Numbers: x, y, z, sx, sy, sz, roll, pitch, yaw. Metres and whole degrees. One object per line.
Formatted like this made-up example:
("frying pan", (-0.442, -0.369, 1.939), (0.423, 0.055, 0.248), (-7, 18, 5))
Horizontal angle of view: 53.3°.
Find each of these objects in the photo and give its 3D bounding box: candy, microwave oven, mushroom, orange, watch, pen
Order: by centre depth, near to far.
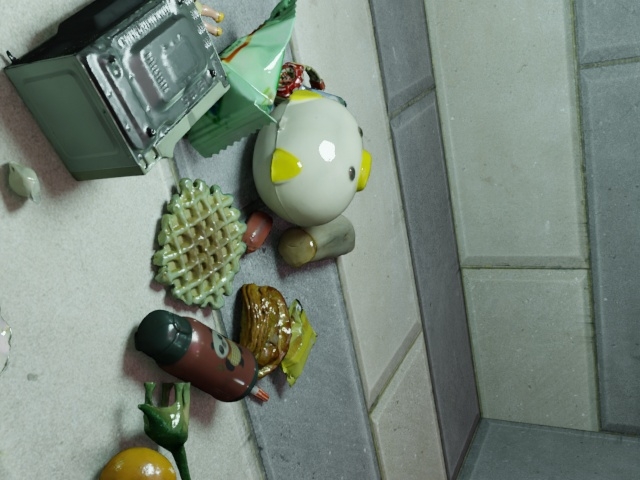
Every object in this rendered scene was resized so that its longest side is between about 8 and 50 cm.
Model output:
("microwave oven", (-0.370, -0.323, 1.262), (0.355, 0.218, 0.287), (-60, 140, -43))
("orange", (-0.373, 0.492, 1.307), (0.156, 0.156, 0.124), (47, 29, -50))
("candy", (-0.179, -0.416, 1.565), (0.172, 0.262, 0.398), (44, 51, -36))
("pen", (-0.206, 0.388, 1.734), (0.239, 0.028, 0.028), (51, 46, -48))
("watch", (-0.046, -0.439, 1.963), (0.268, 0.102, 0.165), (19, 94, -57))
("mushroom", (0.002, -0.009, 2.020), (0.407, 0.137, 0.154), (-14, 115, -67))

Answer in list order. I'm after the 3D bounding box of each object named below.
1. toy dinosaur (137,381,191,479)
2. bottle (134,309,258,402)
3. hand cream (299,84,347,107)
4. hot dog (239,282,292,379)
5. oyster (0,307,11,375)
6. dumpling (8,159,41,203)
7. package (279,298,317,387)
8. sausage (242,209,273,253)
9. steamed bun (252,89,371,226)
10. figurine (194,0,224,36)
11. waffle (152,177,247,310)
("toy dinosaur", (-0.333, 0.459, 1.381), (0.447, 0.087, 0.301), (61, 30, -77))
("bottle", (-0.288, 0.266, 1.478), (0.336, 0.143, 0.144), (44, 52, -50))
("hand cream", (0.003, -0.458, 2.119), (0.256, 0.055, 0.088), (-6, 101, -54))
("hot dog", (-0.154, 0.246, 1.726), (0.175, 0.114, 0.259), (27, 61, -61))
("oyster", (-0.584, 0.187, 1.006), (0.223, 0.083, 0.214), (-52, 137, -56))
("dumpling", (-0.525, -0.106, 1.145), (0.052, 0.076, 0.057), (-62, 179, 19))
("package", (-0.082, 0.305, 1.898), (0.168, 0.090, 0.226), (64, 35, -32))
("sausage", (-0.179, -0.025, 1.750), (0.141, 0.076, 0.076), (-61, 139, -41))
("steamed bun", (-0.030, -0.224, 1.783), (0.334, 0.333, 0.374), (48, 44, -50))
("figurine", (-0.324, -0.530, 1.452), (0.240, 0.115, 0.175), (11, 81, -61))
("waffle", (-0.287, 0.013, 1.564), (0.291, 0.056, 0.310), (35, 60, -54))
